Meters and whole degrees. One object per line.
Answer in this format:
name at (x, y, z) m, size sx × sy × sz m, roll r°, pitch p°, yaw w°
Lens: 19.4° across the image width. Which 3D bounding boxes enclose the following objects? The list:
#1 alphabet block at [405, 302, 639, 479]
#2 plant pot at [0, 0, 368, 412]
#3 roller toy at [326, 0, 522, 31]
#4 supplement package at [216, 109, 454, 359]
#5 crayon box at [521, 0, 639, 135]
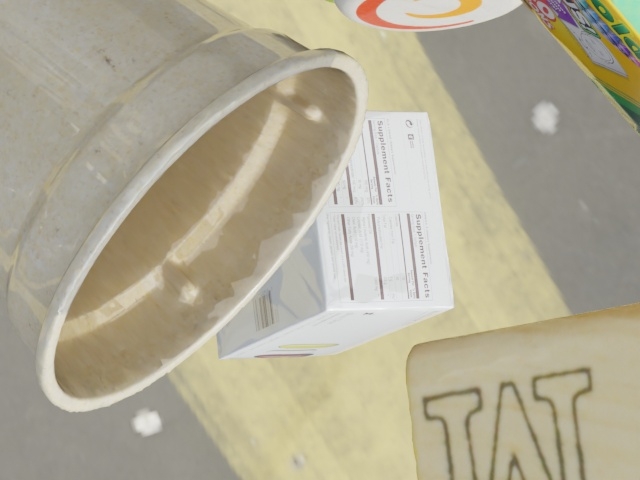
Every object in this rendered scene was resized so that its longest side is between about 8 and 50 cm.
alphabet block at (0.191, 0.144, 1.137) m, size 0.192 × 0.197 × 0.193 m, roll 6°, pitch 75°, yaw -47°
plant pot at (-0.186, -0.097, 1.413) m, size 0.334 × 0.305 × 0.334 m, roll -43°, pitch 162°, yaw -18°
roller toy at (0.104, -0.287, 1.742) m, size 0.209 × 0.191 × 0.146 m, roll -2°, pitch 80°, yaw -12°
supplement package at (0.000, 0.000, 1.917) m, size 0.145 × 0.262 × 0.204 m, roll -1°, pitch 77°, yaw -27°
crayon box at (0.171, -0.177, 1.142) m, size 0.081 × 0.165 × 0.278 m, roll -42°, pitch 97°, yaw -3°
